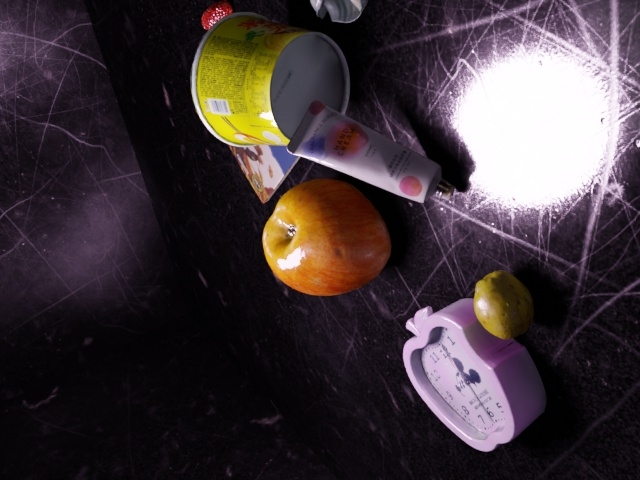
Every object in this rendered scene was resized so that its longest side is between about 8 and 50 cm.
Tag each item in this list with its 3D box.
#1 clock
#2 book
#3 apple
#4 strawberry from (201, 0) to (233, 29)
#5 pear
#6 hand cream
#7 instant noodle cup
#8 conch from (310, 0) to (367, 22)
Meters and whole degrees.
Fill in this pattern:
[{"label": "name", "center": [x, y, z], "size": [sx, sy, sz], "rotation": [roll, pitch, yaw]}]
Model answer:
[{"label": "clock", "center": [0.319, 0.284, 1.263], "size": [0.338, 0.102, 0.338], "rotation": [43, 147, 37]}, {"label": "book", "center": [-0.178, -0.309, 1.696], "size": [0.299, 0.039, 0.428], "rotation": [60, 154, 6]}, {"label": "apple", "center": [0.000, 0.000, 1.396], "size": [0.301, 0.302, 0.301], "rotation": [43, 148, 36]}, {"label": "strawberry", "center": [-0.273, -0.602, 1.562], "size": [0.096, 0.083, 0.083], "rotation": [-43, 72, 29]}, {"label": "pear", "center": [0.337, 0.121, 1.066], "size": [0.107, 0.107, 0.131], "rotation": [-17, 96, 64]}, {"label": "hand cream", "center": [0.106, -0.164, 1.143], "size": [0.341, 0.124, 0.078], "rotation": [26, 172, 11]}, {"label": "instant noodle cup", "center": [-0.091, -0.335, 1.260], "size": [0.222, 0.311, 0.311], "rotation": [22, 133, 41]}, {"label": "conch", "center": [0.026, -0.500, 1.041], "size": [0.172, 0.131, 0.200], "rotation": [24, 170, 18]}]
